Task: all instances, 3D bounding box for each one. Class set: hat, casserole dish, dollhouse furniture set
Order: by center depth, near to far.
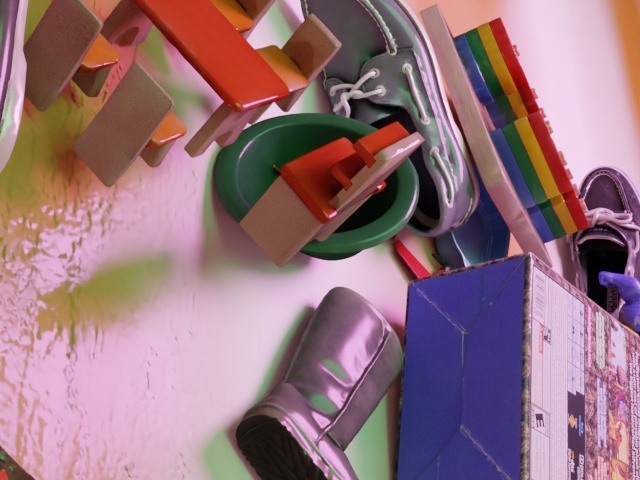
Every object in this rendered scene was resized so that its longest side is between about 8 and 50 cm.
[{"bbox_3d":[-0.058,-0.122,0.832,0.259,0.135,0.262,48,34,7],"label":"dollhouse furniture set"},{"bbox_3d":[0.000,0.000,1.004,0.209,0.183,0.173,-1,50,-10],"label":"hat"},{"bbox_3d":[0.179,-0.012,1.262,0.114,0.037,0.188,49,35,-24],"label":"casserole dish"}]

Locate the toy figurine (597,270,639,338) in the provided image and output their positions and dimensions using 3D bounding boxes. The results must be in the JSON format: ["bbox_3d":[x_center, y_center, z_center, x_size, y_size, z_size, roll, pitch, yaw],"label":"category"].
[{"bbox_3d":[0.347,0.170,1.307,0.362,0.217,0.191,-65,157,4],"label":"toy figurine"}]

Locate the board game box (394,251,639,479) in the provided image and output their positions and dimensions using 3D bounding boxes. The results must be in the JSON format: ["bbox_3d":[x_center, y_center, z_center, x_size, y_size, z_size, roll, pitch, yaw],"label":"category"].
[{"bbox_3d":[0.219,0.183,1.062,0.291,0.141,0.232,33,53,-41],"label":"board game box"}]

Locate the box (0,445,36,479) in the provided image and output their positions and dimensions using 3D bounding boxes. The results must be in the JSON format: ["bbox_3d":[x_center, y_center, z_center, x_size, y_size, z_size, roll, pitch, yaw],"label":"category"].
[{"bbox_3d":[-0.178,0.260,0.468,0.201,0.057,0.293,46,42,-4],"label":"box"}]

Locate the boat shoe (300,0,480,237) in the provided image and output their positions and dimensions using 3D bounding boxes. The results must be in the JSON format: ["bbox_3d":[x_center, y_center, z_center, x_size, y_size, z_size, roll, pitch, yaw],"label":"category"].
[{"bbox_3d":[0.066,-0.146,1.112,0.319,0.116,0.099,62,32,-9],"label":"boat shoe"}]

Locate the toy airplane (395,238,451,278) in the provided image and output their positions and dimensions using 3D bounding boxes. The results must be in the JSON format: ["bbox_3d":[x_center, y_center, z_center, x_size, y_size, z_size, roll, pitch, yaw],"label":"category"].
[{"bbox_3d":[0.123,0.067,1.134,0.151,0.028,0.151,34,44,-40],"label":"toy airplane"}]

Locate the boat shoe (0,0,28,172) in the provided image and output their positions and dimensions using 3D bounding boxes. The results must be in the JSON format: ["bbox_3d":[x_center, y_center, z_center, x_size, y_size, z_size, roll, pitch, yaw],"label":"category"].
[{"bbox_3d":[-0.247,-0.192,0.693,0.095,0.112,0.335,27,52,-51],"label":"boat shoe"}]

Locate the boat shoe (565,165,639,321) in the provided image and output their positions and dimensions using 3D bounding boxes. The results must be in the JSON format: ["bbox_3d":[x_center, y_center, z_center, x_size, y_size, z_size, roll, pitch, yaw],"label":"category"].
[{"bbox_3d":[0.402,0.002,1.504,0.105,0.113,0.306,53,41,-46],"label":"boat shoe"}]

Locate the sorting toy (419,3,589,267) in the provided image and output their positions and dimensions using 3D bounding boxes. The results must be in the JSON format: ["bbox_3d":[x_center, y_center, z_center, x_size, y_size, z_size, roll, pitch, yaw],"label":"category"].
[{"bbox_3d":[0.230,-0.129,1.266,0.255,0.089,0.257,46,25,-56],"label":"sorting toy"}]

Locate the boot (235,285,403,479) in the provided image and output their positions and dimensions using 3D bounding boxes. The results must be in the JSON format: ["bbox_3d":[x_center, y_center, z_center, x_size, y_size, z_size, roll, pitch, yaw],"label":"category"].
[{"bbox_3d":[0.024,0.159,0.905,0.189,0.076,0.208,62,26,-10],"label":"boot"}]
